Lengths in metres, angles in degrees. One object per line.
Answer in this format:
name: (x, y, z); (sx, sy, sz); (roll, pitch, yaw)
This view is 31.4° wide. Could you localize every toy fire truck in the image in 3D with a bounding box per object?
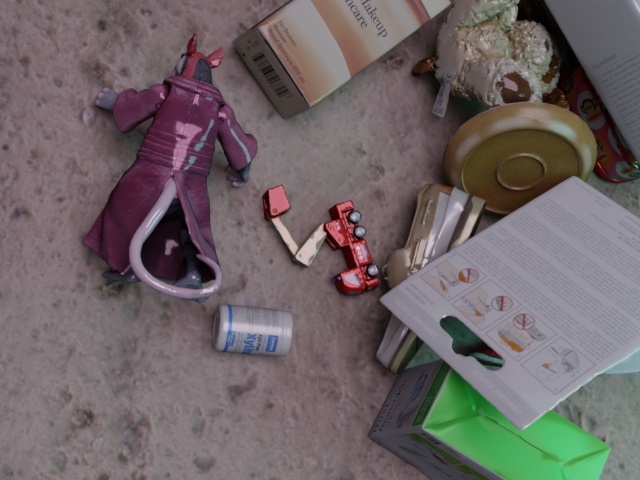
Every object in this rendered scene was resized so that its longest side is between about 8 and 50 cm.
toy fire truck: (0.000, 0.000, 1.724); (0.135, 0.047, 0.192); (-17, 84, -17)

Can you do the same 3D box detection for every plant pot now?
plant pot: (0.306, -0.113, 1.740); (0.236, 0.236, 0.032); (12, 46, -13)

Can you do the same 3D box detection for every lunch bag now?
lunch bag: (0.568, -0.224, 1.888); (0.293, 0.120, 0.258); (-25, 87, -19)

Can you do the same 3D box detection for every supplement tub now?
supplement tub: (-0.100, 0.131, 1.657); (0.107, 0.071, 0.071); (6, 77, -13)

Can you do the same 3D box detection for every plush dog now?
plush dog: (0.294, -0.289, 1.814); (0.225, 0.210, 0.262); (4, 73, -34)

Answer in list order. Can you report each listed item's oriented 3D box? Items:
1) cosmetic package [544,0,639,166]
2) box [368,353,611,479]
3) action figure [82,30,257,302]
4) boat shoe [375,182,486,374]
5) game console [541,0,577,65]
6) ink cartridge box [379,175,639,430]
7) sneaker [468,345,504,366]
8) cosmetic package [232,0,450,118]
cosmetic package: (0.512, -0.347, 1.737); (0.230, 0.161, 0.453); (-31, 91, -28)
box: (0.235, 0.293, 1.632); (0.262, 0.231, 0.127); (32, 72, -7)
action figure: (-0.216, -0.116, 1.584); (0.248, 0.276, 0.370); (13, 89, -6)
boat shoe: (0.146, 0.055, 1.731); (0.103, 0.113, 0.302); (24, 75, 12)
game console: (0.381, -0.371, 1.852); (0.085, 0.124, 0.144); (6, 38, 4)
ink cartridge box: (0.326, 0.094, 1.596); (0.385, 0.091, 0.308); (-31, 47, -19)
sneaker: (0.286, 0.164, 1.772); (0.118, 0.042, 0.067); (9, 80, -21)
cosmetic package: (0.033, -0.334, 1.747); (0.296, 0.129, 0.153); (-40, 103, -19)
